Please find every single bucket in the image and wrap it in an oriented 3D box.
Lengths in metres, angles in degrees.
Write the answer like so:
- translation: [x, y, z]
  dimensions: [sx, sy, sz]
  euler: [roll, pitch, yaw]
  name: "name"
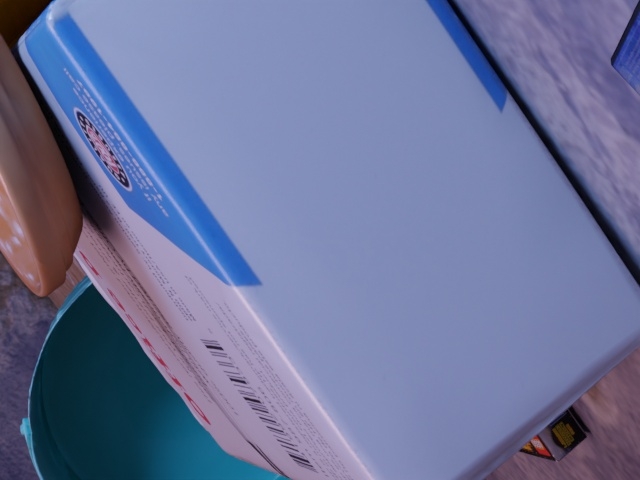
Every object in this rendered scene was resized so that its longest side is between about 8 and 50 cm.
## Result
- translation: [-0.093, 0.122, 1.421]
  dimensions: [0.281, 0.281, 0.183]
  euler: [54, 173, -10]
  name: "bucket"

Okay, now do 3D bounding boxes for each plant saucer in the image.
- translation: [-0.175, -0.066, 0.947]
  dimensions: [0.200, 0.037, 0.200]
  euler: [55, 164, 25]
  name: "plant saucer"

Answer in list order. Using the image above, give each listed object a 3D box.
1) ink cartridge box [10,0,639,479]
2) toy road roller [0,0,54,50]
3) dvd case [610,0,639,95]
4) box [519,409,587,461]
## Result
- translation: [-0.031, -0.023, 1.000]
  dimensions: [0.285, 0.166, 0.395]
  euler: [55, 166, -8]
  name: "ink cartridge box"
- translation: [-0.247, -0.125, 1.429]
  dimensions: [0.240, 0.202, 0.329]
  euler: [37, 164, 13]
  name: "toy road roller"
- translation: [0.199, -0.007, 0.579]
  dimensions: [0.253, 0.022, 0.180]
  euler: [49, 166, 12]
  name: "dvd case"
- translation: [0.106, 0.088, 1.149]
  dimensions: [0.094, 0.027, 0.137]
  euler: [55, 167, -9]
  name: "box"
